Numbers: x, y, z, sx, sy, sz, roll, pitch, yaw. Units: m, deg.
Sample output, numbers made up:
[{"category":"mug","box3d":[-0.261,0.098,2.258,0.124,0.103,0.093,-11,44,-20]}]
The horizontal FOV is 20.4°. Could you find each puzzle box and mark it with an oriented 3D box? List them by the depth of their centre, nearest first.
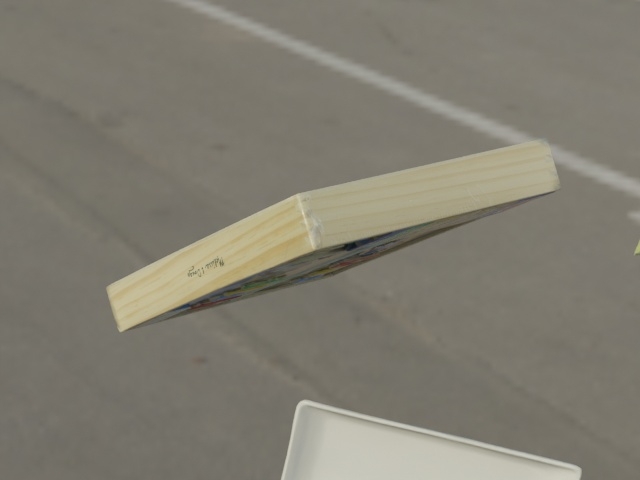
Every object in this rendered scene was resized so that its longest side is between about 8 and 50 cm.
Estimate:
[{"category":"puzzle box","box3d":[0.000,0.000,1.674,0.272,0.052,0.409,-15,-4,-31]}]

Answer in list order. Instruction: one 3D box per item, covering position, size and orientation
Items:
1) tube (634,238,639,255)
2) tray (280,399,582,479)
[{"category":"tube","box3d":[0.269,-0.041,1.218,0.070,0.062,0.240,23,-16,11]},{"category":"tray","box3d":[0.101,0.226,1.683,0.270,0.145,0.030,14,38,2]}]
